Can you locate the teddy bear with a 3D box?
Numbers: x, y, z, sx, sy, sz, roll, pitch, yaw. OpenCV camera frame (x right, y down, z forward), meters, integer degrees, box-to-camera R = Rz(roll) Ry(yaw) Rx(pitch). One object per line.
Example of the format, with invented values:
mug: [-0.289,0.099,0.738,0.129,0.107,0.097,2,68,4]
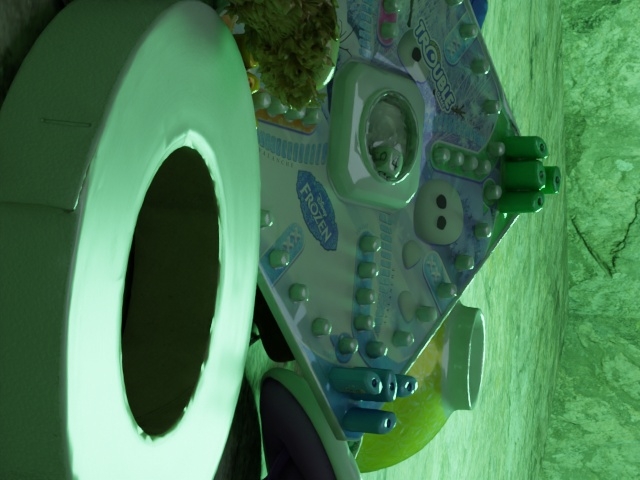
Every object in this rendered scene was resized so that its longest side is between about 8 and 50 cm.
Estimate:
teddy bear: [-0.065,-0.248,1.156,0.245,0.113,0.338,-100,175,-50]

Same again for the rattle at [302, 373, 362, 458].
rattle: [0.053,0.125,1.628,0.199,0.143,0.130,55,-47,52]

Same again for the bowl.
bowl: [0.099,0.128,1.888,0.289,0.156,0.289,5,90,-76]

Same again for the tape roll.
tape roll: [-0.127,0.030,1.122,0.392,0.072,0.392,6,90,-76]

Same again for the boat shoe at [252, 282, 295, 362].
boat shoe: [-0.045,0.052,1.534,0.045,0.050,0.135,-102,-177,-48]

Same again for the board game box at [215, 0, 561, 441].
board game box: [0.061,-0.091,1.460,0.390,0.050,0.390,-51,127,-38]

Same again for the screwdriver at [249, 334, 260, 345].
screwdriver: [-0.069,0.094,1.489,0.025,0.024,0.170,-60,173,15]

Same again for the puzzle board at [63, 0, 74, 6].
puzzle board: [-0.152,-0.203,1.107,0.096,0.011,0.128,73,24,-52]

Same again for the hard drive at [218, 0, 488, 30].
hard drive: [0.040,-0.209,1.524,0.319,0.040,0.210,38,66,-50]

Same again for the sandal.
sandal: [-0.015,0.320,1.576,0.102,0.169,0.416,-22,116,-28]
